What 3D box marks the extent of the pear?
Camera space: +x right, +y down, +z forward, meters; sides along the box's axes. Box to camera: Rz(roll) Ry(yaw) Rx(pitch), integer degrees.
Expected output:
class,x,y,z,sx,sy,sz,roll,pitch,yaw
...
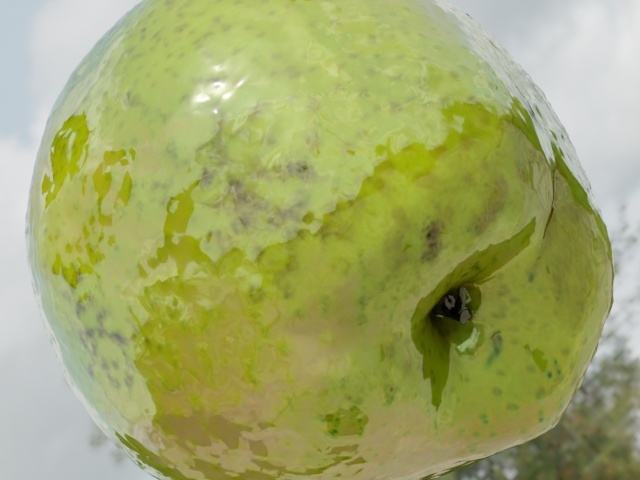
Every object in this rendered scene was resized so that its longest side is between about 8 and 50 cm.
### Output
class,x,y,z,sx,sy,sz,roll,pitch,yaw
pear,0.000,0.000,1.035,0.391,0.391,0.391,-37,-19,-15
